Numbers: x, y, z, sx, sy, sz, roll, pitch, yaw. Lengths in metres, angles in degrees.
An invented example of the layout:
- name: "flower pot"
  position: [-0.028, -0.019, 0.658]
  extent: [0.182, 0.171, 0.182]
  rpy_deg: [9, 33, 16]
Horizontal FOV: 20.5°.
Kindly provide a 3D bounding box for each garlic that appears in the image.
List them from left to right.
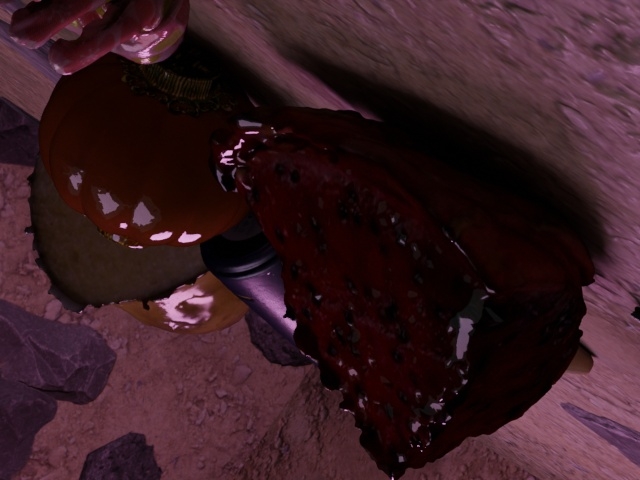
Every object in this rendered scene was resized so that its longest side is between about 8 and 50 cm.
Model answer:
- name: "garlic"
  position: [0.244, 0.115, 1.833]
  extent: [0.083, 0.041, 0.053]
  rpy_deg: [27, 178, 1]

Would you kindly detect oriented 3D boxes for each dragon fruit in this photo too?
- name: "dragon fruit"
  position: [0.084, -0.030, 1.401]
  extent: [0.329, 0.228, 0.286]
  rpy_deg: [53, 149, 24]

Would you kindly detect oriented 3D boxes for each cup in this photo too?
- name: "cup"
  position: [-0.010, 0.019, 1.822]
  extent: [0.256, 0.178, 0.255]
  rpy_deg: [42, 169, -36]

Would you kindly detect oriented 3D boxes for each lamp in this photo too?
- name: "lamp"
  position: [-0.156, -0.089, 1.672]
  extent: [0.223, 0.197, 0.223]
  rpy_deg: [17, -150, -10]

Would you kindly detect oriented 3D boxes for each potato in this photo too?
- name: "potato"
  position: [-0.190, -0.024, 2.223]
  extent: [0.300, 0.289, 0.237]
  rpy_deg: [-7, 174, 23]

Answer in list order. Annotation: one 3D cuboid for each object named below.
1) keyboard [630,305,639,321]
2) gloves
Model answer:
- name: "keyboard"
  position: [0.333, 0.111, 1.405]
  extent: [0.195, 0.018, 0.060]
  rpy_deg: [36, 180, 20]
- name: "gloves"
  position: [-0.184, -0.205, 1.340]
  extent: [0.145, 0.126, 0.241]
  rpy_deg: [58, -177, 16]
